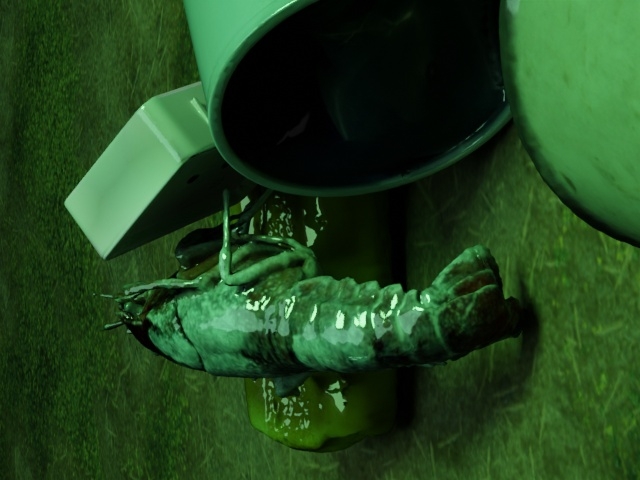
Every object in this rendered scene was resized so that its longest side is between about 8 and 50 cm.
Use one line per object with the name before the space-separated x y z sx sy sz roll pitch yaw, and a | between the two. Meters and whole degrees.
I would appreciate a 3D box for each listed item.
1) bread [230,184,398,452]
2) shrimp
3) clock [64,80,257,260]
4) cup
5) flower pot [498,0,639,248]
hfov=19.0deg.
bread | 0.000 0.000 1.732 0.166 0.112 0.383 -3 93 45
shrimp | -0.027 0.051 1.583 0.410 0.166 0.221 10 131 48
clock | -0.103 -0.073 1.600 0.063 0.197 0.150 51 128 10
cup | 0.015 -0.255 1.495 0.331 0.257 0.311 111 150 -49
flower pot | 0.282 -0.080 0.841 0.330 0.294 0.293 37 126 56
